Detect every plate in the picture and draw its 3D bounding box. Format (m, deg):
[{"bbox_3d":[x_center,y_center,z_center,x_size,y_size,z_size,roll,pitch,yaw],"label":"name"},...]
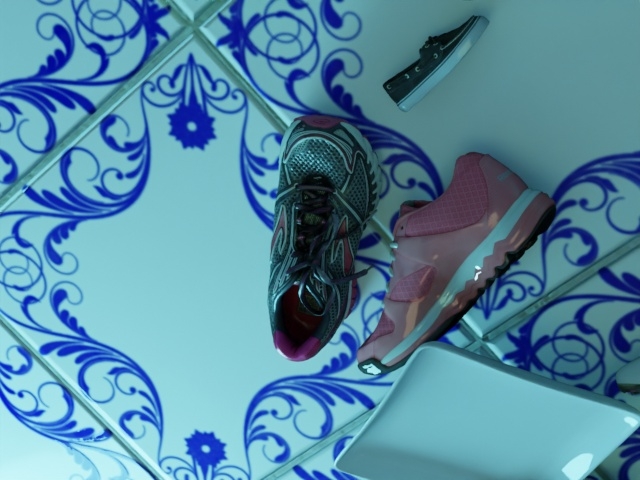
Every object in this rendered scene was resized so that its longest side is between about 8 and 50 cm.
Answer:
[{"bbox_3d":[0.190,0.223,1.609,0.277,0.045,0.278,18,136,-12],"label":"plate"}]

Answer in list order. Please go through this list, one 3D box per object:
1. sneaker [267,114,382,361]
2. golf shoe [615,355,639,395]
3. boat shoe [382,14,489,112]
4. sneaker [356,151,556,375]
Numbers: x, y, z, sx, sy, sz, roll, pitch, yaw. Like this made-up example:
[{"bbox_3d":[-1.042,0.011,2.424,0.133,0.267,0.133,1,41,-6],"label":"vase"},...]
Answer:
[{"bbox_3d":[0.000,0.000,1.561,0.121,0.112,0.299,8,118,12],"label":"sneaker"},{"bbox_3d":[0.408,0.112,1.533,0.186,0.067,0.086,-29,79,28],"label":"golf shoe"},{"bbox_3d":[0.121,-0.193,1.461,0.040,0.049,0.142,42,123,-7],"label":"boat shoe"},{"bbox_3d":[0.127,0.024,1.556,0.136,0.116,0.314,46,119,10],"label":"sneaker"}]
